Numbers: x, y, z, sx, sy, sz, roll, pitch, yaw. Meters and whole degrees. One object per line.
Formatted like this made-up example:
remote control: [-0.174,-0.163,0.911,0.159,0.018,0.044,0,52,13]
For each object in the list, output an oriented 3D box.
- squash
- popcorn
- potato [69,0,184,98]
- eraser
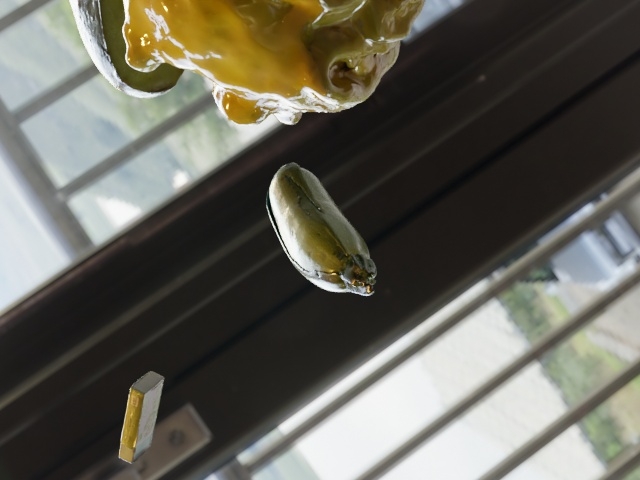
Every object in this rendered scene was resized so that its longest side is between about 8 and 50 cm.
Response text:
squash: [0.000,0.000,1.675,0.094,0.094,0.341,62,176,-31]
popcorn: [-0.043,-0.261,1.230,0.297,0.315,0.281,22,-168,-12]
potato: [-0.226,-0.302,1.602,0.176,0.141,0.298,119,131,-68]
eraser: [-0.169,0.166,1.286,0.019,0.038,0.083,23,119,15]
